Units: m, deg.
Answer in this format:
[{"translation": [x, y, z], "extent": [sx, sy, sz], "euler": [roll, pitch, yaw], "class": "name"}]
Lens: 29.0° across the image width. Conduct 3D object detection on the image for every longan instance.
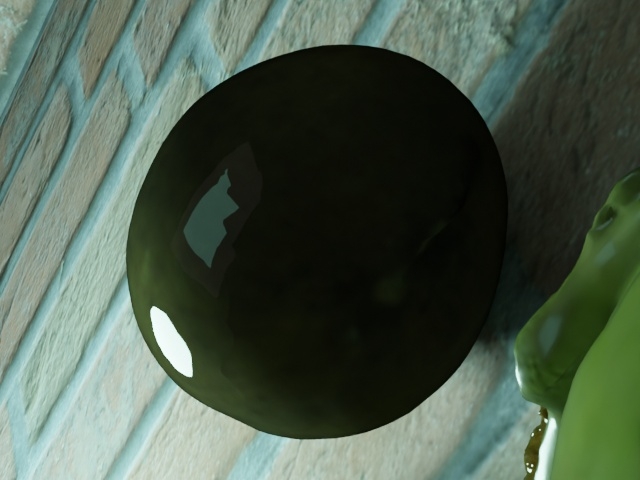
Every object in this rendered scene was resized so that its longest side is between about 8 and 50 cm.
[{"translation": [0.000, 0.000, 0.992], "extent": [0.319, 0.318, 0.319], "euler": [-37, 44, 46], "class": "longan"}]

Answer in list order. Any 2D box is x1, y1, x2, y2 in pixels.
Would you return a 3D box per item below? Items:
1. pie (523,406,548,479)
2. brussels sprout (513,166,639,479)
[{"translation": [0.203, 0.140, 0.813], "extent": [0.195, 0.046, 0.195], "euler": [-37, 44, 47], "class": "pie"}, {"translation": [0.268, 0.085, 0.393], "extent": [0.425, 0.342, 0.361], "euler": [35, 115, 45], "class": "brussels sprout"}]
